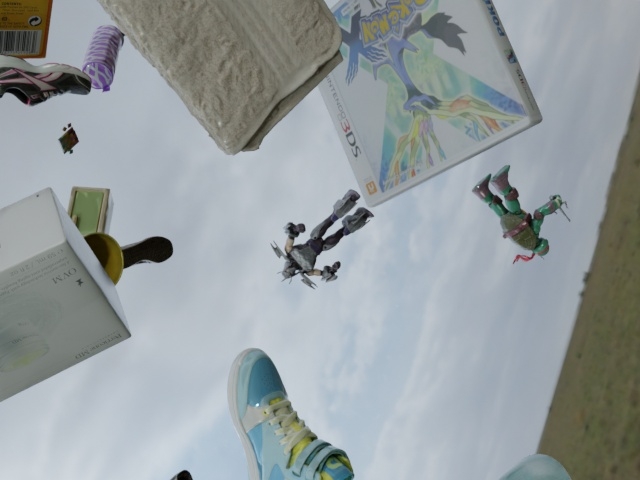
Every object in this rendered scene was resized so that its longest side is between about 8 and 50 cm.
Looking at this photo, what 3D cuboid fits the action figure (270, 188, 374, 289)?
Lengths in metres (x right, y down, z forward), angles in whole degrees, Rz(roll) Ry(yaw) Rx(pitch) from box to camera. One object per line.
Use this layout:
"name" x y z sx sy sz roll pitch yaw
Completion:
"action figure" 0.000 0.000 1.907 0.285 0.099 0.185 -45 -67 -7

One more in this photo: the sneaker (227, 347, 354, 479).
"sneaker" -0.040 0.334 1.309 0.127 0.208 0.319 -15 -89 -45

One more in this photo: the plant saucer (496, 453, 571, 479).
"plant saucer" 0.238 0.353 0.937 0.195 0.037 0.195 -60 16 29

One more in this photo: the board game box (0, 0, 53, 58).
"board game box" -0.722 -0.592 1.439 0.356 0.356 0.356 -10 -30 -32

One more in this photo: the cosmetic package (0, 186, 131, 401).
"cosmetic package" -0.432 0.084 1.112 0.224 0.138 0.225 -27 -43 -8

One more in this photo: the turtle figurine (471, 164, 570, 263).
"turtle figurine" 0.435 -0.047 1.637 0.175 0.234 0.118 -35 9 48

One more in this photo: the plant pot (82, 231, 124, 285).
"plant pot" -0.503 0.047 1.633 0.134 0.095 0.134 -6 -82 -49

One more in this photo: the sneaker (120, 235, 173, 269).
"sneaker" -0.435 0.027 1.811 0.188 0.071 0.066 -13 -79 -53

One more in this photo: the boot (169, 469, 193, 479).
"boot" -0.373 0.589 1.721 0.208 0.076 0.190 -52 24 8

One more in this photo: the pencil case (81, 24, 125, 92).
"pencil case" -0.563 -0.477 1.987 0.206 0.086 0.088 -90 -13 -46

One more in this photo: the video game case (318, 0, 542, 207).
"video game case" 0.123 -0.238 1.096 0.036 0.329 0.300 -19 -95 -41

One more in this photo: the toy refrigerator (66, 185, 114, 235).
"toy refrigerator" -0.617 -0.006 2.006 0.094 0.102 0.270 102 172 -62

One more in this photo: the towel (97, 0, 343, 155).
"towel" -0.105 -0.237 0.745 0.187 0.049 0.282 -48 -61 -13

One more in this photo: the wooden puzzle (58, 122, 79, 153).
"wooden puzzle" -0.596 -0.237 1.812 0.049 0.006 0.083 -53 -22 -29

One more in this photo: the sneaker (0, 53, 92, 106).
"sneaker" -0.502 -0.272 1.365 0.178 0.072 0.077 3 -102 -28
